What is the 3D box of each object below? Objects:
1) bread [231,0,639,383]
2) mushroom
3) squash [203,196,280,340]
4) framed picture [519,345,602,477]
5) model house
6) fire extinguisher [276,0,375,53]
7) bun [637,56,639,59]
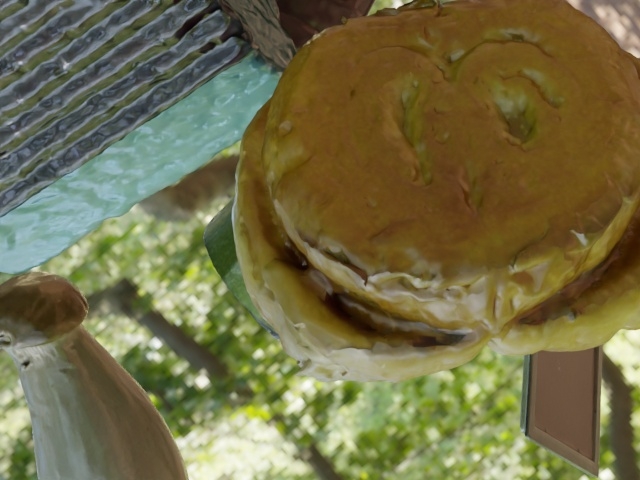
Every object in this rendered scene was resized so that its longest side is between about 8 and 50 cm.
[{"bbox_3d":[0.071,-0.030,0.698,0.120,0.236,0.198,83,174,-54],"label":"bread"},{"bbox_3d":[-0.190,0.187,1.182,0.128,0.128,0.350,-115,4,-73],"label":"mushroom"},{"bbox_3d":[0.000,0.000,1.112,0.170,0.123,0.170,28,-156,-14],"label":"squash"},{"bbox_3d":[0.257,0.086,1.460,0.232,0.019,0.296,36,-124,-56],"label":"framed picture"},{"bbox_3d":[-0.197,-0.139,0.772,0.249,0.281,0.230,28,-144,-57],"label":"model house"},{"bbox_3d":[0.029,-0.303,1.074,0.138,0.344,0.102,26,180,20],"label":"fire extinguisher"},{"bbox_3d":[0.459,-0.118,1.729,0.244,0.153,0.244,30,176,2],"label":"bun"}]
